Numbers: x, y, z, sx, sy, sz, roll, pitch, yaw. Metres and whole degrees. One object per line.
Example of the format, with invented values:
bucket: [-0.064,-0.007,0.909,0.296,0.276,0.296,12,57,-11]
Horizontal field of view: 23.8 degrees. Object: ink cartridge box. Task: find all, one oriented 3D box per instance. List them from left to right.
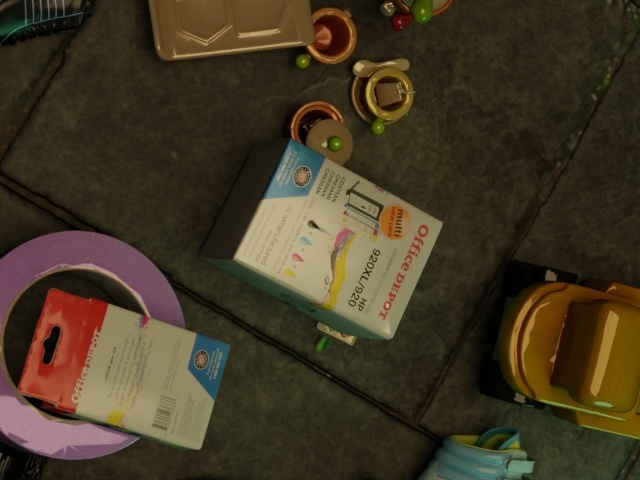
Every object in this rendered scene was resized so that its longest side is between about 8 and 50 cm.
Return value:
ink cartridge box: [-0.238,0.152,1.788,0.231,0.078,0.134,21,76,-21]
ink cartridge box: [0.000,0.000,1.929,0.232,0.168,0.171,28,81,-18]

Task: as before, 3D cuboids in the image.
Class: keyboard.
keyboard: [-0.390,0.284,1.894,0.100,0.038,0.192,22,86,3]

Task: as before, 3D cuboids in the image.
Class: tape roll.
tape roll: [-0.306,0.128,1.853,0.275,0.090,0.275,3,82,-24]

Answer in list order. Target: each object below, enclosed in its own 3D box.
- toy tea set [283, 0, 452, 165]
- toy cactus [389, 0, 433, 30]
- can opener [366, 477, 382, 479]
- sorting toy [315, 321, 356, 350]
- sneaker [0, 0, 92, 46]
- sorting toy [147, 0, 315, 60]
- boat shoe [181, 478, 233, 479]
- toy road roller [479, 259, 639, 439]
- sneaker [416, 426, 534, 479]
toy tea set: [0.062,-0.253,1.963,0.200,0.124,0.336,10,90,-20]
toy cactus: [0.123,-0.374,1.893,0.180,0.112,0.219,-15,74,-16]
can opener: [-0.002,0.437,2.006,0.283,0.076,0.095,-40,86,-13]
sorting toy: [0.026,0.116,2.034,0.062,0.012,0.083,27,84,-19]
sneaker: [-0.340,-0.279,1.841,0.232,0.081,0.090,-42,99,-14]
sorting toy: [-0.120,-0.327,1.918,0.208,0.038,0.193,-7,83,-15]
boat shoe: [-0.206,0.391,1.923,0.355,0.132,0.130,-6,105,-10]
toy road roller: [0.391,0.158,2.045,0.329,0.240,0.202,14,89,-20]
sneaker: [0.268,0.379,2.079,0.319,0.127,0.208,32,84,-19]
